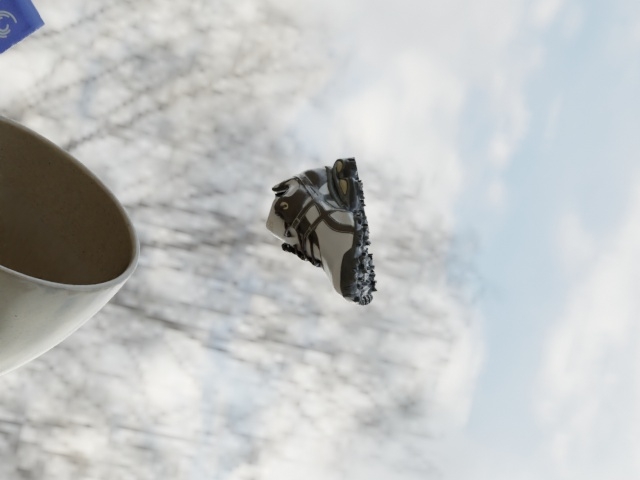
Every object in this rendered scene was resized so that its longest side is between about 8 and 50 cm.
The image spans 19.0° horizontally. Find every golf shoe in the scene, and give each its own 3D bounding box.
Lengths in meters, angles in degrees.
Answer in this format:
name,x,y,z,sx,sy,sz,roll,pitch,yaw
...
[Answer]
name,x,y,z,sx,sy,sz,roll,pitch,yaw
golf shoe,0.000,0.000,1.705,0.198,0.094,0.077,-98,-179,-61

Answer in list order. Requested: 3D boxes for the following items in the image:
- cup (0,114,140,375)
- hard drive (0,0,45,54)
name,x,y,z,sx,sy,sz,roll,pitch,yaw
cup,-0.408,0.030,2.196,0.237,0.331,0.331,-55,-145,25
hard drive,-0.394,-0.258,1.566,0.210,0.318,0.040,-38,-161,-23
